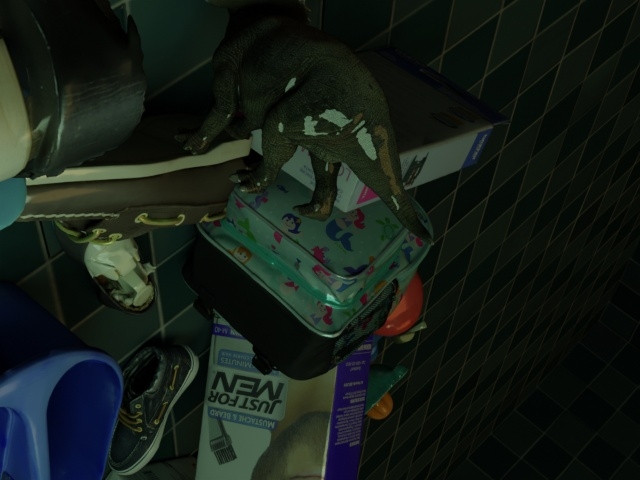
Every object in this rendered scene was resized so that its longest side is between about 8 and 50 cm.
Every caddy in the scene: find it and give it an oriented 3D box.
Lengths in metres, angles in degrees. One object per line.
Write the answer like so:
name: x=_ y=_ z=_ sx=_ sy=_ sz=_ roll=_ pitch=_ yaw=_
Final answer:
caddy: x=-0.306 y=0.208 z=0.962 sx=0.241 sy=0.179 sz=0.341 roll=-27 pitch=147 yaw=-44

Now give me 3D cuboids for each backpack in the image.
backpack: x=0.000 y=0.000 z=1.173 sx=0.253 sy=0.225 sz=0.191 roll=-33 pitch=156 yaw=-45

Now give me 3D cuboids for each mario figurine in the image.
mario figurine: x=0.062 y=0.077 z=1.587 sx=0.320 sy=0.170 sz=0.198 roll=95 pitch=3 yaw=-69

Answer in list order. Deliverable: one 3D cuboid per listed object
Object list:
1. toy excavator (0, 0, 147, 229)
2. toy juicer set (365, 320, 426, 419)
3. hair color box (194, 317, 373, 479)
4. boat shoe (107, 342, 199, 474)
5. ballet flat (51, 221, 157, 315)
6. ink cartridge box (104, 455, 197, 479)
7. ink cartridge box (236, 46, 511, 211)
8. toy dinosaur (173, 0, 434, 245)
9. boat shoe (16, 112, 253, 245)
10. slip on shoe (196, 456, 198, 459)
toy excavator: x=-0.306 y=-0.044 z=0.574 sx=0.222 sy=0.445 sz=0.433 roll=-29 pitch=107 yaw=-41
toy juicer set: x=0.089 y=0.257 z=1.809 sx=0.329 sy=0.089 sz=0.209 roll=-46 pitch=177 yaw=10
hair color box: x=-0.051 y=0.258 z=1.330 sx=0.110 sy=0.185 sz=0.339 roll=4 pitch=91 yaw=-64
boat shoe: x=-0.222 y=0.202 z=1.268 sx=0.183 sy=0.065 sz=0.083 roll=-61 pitch=154 yaw=7
ballet flat: x=-0.199 y=0.018 z=1.020 sx=0.074 sy=0.074 sz=0.203 roll=-44 pitch=156 yaw=-18
ink cartridge box: x=-0.203 y=0.386 z=1.453 sx=0.087 sy=0.153 sz=0.208 roll=-54 pitch=156 yaw=12
ink cartridge box: x=0.055 y=-0.129 z=1.126 sx=0.311 sy=0.185 sz=0.065 roll=-24 pitch=142 yaw=-49
toy dinosaur: x=-0.019 y=-0.116 z=0.873 sx=0.121 sy=0.313 sz=0.160 roll=-7 pitch=137 yaw=-50
boat shoe: x=-0.173 y=-0.046 z=0.905 sx=0.324 sy=0.116 sz=0.097 roll=-20 pitch=127 yaw=-60
slip on shoe: x=-0.161 y=0.393 z=1.625 sx=0.331 sy=0.123 sz=0.101 roll=-58 pitch=-171 yaw=3
